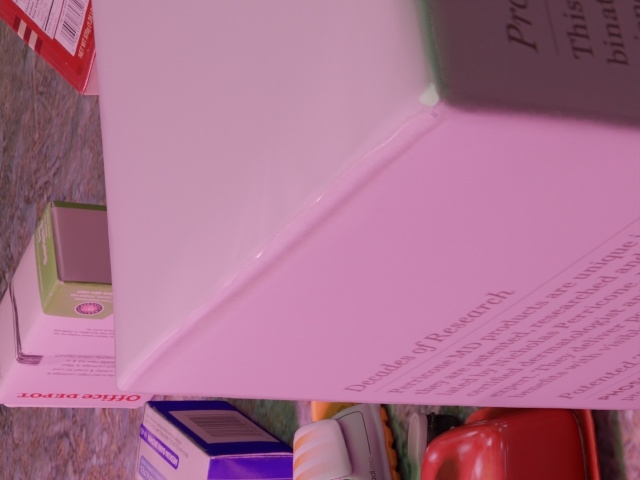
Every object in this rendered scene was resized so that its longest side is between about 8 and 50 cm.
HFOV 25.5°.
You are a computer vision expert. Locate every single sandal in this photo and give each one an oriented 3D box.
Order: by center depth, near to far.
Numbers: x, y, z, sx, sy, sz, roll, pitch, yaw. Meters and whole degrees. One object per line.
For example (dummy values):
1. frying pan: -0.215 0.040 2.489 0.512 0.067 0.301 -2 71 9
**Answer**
1. sandal: 0.022 0.226 1.225 0.102 0.076 0.265 -57 39 42

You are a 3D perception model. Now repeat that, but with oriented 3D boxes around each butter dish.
1. butter dish: 0.117 0.187 1.004 0.160 0.118 0.160 -30 60 57

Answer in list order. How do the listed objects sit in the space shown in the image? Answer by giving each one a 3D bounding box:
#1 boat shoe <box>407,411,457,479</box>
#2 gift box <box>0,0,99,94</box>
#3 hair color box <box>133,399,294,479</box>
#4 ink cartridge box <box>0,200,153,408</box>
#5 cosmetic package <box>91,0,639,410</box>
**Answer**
1. boat shoe: 0.090 0.201 1.141 0.046 0.038 0.125 151 122 -80
2. gift box: -0.165 -0.281 1.478 0.276 0.258 0.255 46 127 30
3. hair color box: -0.128 0.352 1.462 0.185 0.110 0.338 22 108 60
4. ink cartridge box: -0.253 0.082 1.637 0.273 0.198 0.114 -52 42 46
5. cosmetic package: 0.117 -0.114 0.752 0.327 0.394 0.329 -42 49 53
